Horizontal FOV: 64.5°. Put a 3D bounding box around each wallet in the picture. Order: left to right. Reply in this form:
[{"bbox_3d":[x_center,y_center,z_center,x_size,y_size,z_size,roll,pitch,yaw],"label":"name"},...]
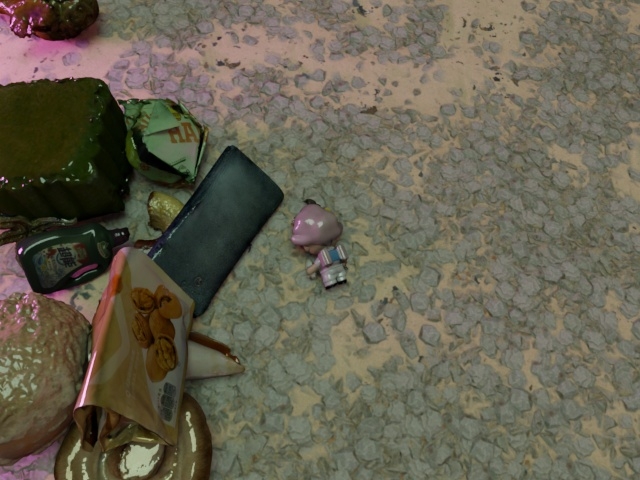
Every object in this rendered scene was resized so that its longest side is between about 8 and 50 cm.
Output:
[{"bbox_3d":[-0.237,-0.026,1.151,0.190,0.046,0.378,46,62,-30],"label":"wallet"}]

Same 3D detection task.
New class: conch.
[{"bbox_3d":[-0.249,0.241,1.064,0.177,0.104,0.094,-3,96,-12],"label":"conch"}]

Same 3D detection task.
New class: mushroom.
[{"bbox_3d":[-0.340,0.405,0.949,0.279,0.146,0.278,5,67,-12],"label":"mushroom"}]

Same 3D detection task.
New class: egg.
[{"bbox_3d":[-0.559,0.253,0.934,0.280,0.279,0.310,7,59,-3],"label":"egg"}]

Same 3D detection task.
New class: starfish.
[{"bbox_3d":[-0.628,0.003,1.092,0.208,0.175,0.053,5,37,-43],"label":"starfish"}]

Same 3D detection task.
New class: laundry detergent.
[{"bbox_3d":[-0.524,0.030,1.107,0.222,0.144,0.078,-19,37,-27],"label":"laundry detergent"}]

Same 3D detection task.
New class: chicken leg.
[{"bbox_3d":[-0.774,-0.609,1.356,0.362,0.140,0.211,0,46,5],"label":"chicken leg"}]

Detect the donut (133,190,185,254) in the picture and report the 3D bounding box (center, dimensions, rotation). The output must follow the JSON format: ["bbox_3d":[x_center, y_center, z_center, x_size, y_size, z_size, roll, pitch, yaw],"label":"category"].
[{"bbox_3d":[-0.353,-0.017,1.166,0.141,0.085,0.217,5,64,-4],"label":"donut"}]

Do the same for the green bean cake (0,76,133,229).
[{"bbox_3d":[-0.617,-0.197,1.159,0.320,0.218,0.334,-3,61,1],"label":"green bean cake"}]

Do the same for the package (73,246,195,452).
[{"bbox_3d":[-0.364,0.204,0.917,0.165,0.221,0.311,-18,48,12],"label":"package"}]

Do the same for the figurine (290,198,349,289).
[{"bbox_3d":[0.000,0.000,1.190,0.138,0.112,0.228,-16,79,-18],"label":"figurine"}]

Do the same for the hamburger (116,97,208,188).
[{"bbox_3d":[-0.386,-0.249,1.211,0.235,0.125,0.214,20,56,-38],"label":"hamburger"}]
